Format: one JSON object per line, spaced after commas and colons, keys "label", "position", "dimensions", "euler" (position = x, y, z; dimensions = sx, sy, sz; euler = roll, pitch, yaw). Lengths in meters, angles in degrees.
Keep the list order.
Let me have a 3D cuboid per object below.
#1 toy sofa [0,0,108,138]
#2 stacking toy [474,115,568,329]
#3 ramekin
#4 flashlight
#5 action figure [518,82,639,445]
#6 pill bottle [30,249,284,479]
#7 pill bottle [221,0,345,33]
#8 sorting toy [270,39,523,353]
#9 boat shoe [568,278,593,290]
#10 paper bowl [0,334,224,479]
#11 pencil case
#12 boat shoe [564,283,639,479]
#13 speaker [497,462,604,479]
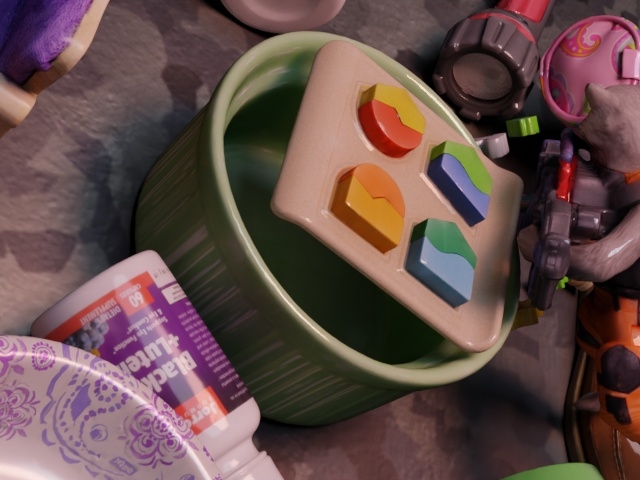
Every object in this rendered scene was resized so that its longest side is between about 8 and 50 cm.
{"label": "toy sofa", "position": [-0.230, -0.240, 1.197], "dimensions": [0.150, 0.177, 0.362], "euler": [36, 46, -20]}
{"label": "stacking toy", "position": [0.175, -0.021, 1.450], "dimensions": [0.221, 0.052, 0.167], "euler": [-32, 112, -69]}
{"label": "ramekin", "position": [0.000, 0.000, 1.268], "dimensions": [0.303, 0.148, 0.303], "euler": [22, 51, -31]}
{"label": "flashlight", "position": [0.203, -0.249, 1.648], "dimensions": [0.103, 0.103, 0.304], "euler": [39, 46, -13]}
{"label": "action figure", "position": [0.262, 0.015, 1.335], "dimensions": [0.341, 0.178, 0.330], "euler": [-72, 157, -64]}
{"label": "pill bottle", "position": [-0.111, 0.113, 1.126], "dimensions": [0.108, 0.108, 0.193], "euler": [-31, 87, -48]}
{"label": "pill bottle", "position": [-0.027, -0.305, 1.460], "dimensions": [0.121, 0.121, 0.216], "euler": [27, 49, -27]}
{"label": "sorting toy", "position": [0.070, -0.039, 1.215], "dimensions": [0.208, 0.038, 0.193], "euler": [34, 46, -21]}
{"label": "boat shoe", "position": [0.262, -0.031, 1.532], "dimensions": [0.059, 0.170, 0.063], "euler": [12, 26, -16]}
{"label": "paper bowl", "position": [-0.191, 0.212, 0.954], "dimensions": [0.284, 0.148, 0.284], "euler": [25, 46, -29]}
{"label": "pencil case", "position": [0.331, -0.123, 1.610], "dimensions": [0.284, 0.124, 0.124], "euler": [29, 45, -50]}
{"label": "boat shoe", "position": [0.302, 0.132, 1.487], "dimensions": [0.111, 0.104, 0.307], "euler": [25, 50, -29]}
{"label": "speaker", "position": [0.207, 0.334, 1.258], "dimensions": [0.131, 0.131, 0.296], "euler": [7, 60, -39]}
